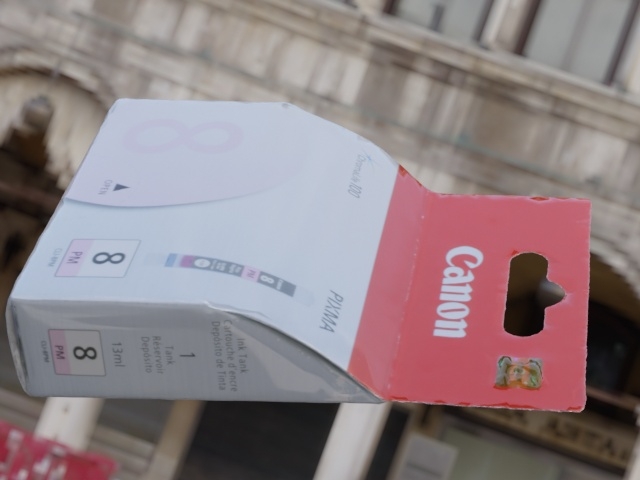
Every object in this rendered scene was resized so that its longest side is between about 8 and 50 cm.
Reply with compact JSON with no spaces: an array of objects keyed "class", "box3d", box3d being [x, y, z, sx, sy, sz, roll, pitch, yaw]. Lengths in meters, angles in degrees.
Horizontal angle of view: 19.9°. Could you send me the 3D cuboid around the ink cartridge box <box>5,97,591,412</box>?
[{"class":"ink cartridge box","box3d":[0.000,0.000,0.806,0.232,0.066,0.189,-2,29,11]}]
